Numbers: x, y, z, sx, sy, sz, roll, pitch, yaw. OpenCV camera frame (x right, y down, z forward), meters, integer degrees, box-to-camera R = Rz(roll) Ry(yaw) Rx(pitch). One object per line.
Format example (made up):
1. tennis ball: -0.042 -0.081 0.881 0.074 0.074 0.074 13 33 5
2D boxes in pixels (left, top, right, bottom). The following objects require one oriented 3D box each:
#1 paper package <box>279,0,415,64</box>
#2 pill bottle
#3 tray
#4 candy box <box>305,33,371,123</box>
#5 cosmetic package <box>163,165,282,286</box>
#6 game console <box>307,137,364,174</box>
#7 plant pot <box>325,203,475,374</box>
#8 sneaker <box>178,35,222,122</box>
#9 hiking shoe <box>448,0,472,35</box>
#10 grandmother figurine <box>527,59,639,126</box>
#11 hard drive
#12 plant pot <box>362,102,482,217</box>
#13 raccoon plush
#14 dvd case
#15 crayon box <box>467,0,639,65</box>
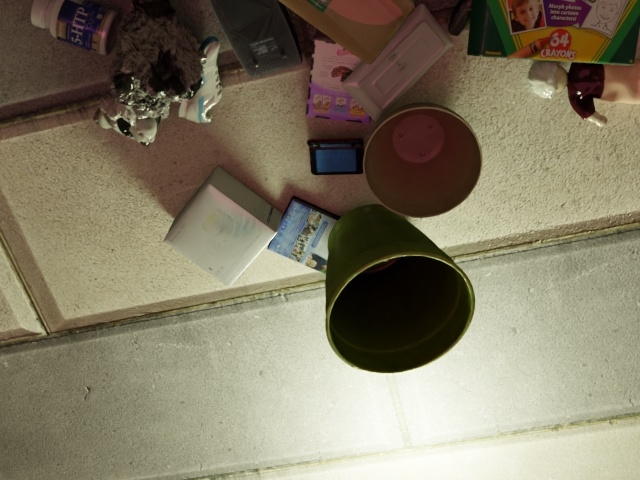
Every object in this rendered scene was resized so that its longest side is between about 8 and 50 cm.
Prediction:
1. paper package: 0.036 -0.565 1.612 0.325 0.309 0.168 34 114 -11
2. pill bottle: -0.591 -0.529 1.784 0.187 0.112 0.112 18 117 -5
3. tray: 0.192 -0.422 1.777 0.270 0.030 0.145 -45 123 7
4. candy box: 0.055 -0.400 1.830 0.165 0.070 0.196 7 118 0
5. cosmetic package: -0.263 -0.038 2.003 0.225 0.138 0.224 37 114 -13
6. game console: 0.041 -0.217 1.921 0.144 0.124 0.085 -1 91 4
7. plant pot: 0.164 0.089 1.898 0.367 0.353 0.366 -5 123 -8
8. sneaker: -0.286 -0.402 1.852 0.092 0.087 0.228 17 124 -14
9. hiking shoe: 0.398 -0.553 1.718 0.114 0.086 0.227 38 113 -11
10. grandmother figurine: 0.676 -0.382 1.789 0.343 0.104 0.207 4 90 5
11. hard drive: -0.153 -0.524 1.759 0.172 0.054 0.254 -9 123 30
12. plant pot: 0.248 -0.225 1.840 0.284 0.191 0.284 2 118 3
13. raccoon plush: -0.425 -0.459 1.809 0.216 0.446 0.299 13 164 -31
14. dvd case: 0.000 0.000 2.069 0.253 0.022 0.180 24 116 -8
15. crayon box: 0.527 -0.557 1.633 0.363 0.106 0.312 1 105 -8
